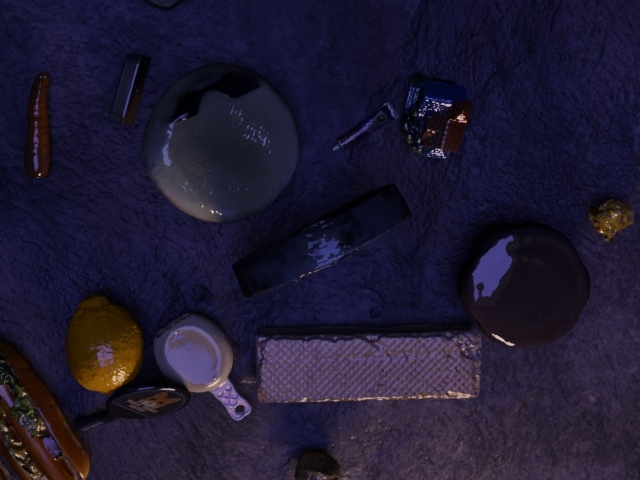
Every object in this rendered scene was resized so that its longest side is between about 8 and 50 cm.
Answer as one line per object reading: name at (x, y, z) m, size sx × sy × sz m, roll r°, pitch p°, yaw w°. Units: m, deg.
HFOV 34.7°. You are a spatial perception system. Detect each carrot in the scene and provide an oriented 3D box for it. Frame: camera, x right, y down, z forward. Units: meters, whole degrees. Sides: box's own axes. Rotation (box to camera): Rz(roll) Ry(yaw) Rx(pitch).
carrot at (-0.502, -0.206, 1.827) m, size 0.047 × 0.047 × 0.191 m, roll 3°, pitch 95°, yaw -5°

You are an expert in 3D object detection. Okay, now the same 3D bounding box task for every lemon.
lemon at (-0.390, 0.186, 1.852) m, size 0.142 × 0.142 × 0.187 m, roll -12°, pitch 87°, yaw -2°

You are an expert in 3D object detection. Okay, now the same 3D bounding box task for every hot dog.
hot dog at (-0.551, 0.325, 1.883) m, size 0.135 × 0.100 × 0.337 m, roll -28°, pitch 101°, yaw 2°

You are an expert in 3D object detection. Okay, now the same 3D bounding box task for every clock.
clock at (0.000, 0.000, 1.756) m, size 0.325 × 0.325 × 0.067 m, roll -27°, pitch 94°, yaw 1°

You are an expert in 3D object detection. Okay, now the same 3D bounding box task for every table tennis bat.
table tennis bat at (-0.351, 0.308, 1.895) m, size 0.236 × 0.150 × 0.027 m, roll -21°, pitch 60°, yaw 17°

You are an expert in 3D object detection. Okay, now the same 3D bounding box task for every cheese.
cheese at (-0.211, 0.242, 1.913) m, size 0.137 × 0.064 × 0.227 m, roll -37°, pitch 101°, yaw 4°

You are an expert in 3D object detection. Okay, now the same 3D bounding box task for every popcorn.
popcorn at (0.537, -0.048, 1.919) m, size 0.084 × 0.084 × 0.084 m, roll -1°, pitch 100°, yaw -4°

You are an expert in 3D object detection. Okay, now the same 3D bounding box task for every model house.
model house at (0.211, -0.220, 1.820) m, size 0.119 × 0.148 × 0.148 m, roll 13°, pitch 96°, yaw -5°

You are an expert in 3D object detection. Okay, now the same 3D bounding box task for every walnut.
walnut at (-0.005, 0.445, 1.953) m, size 0.092 × 0.092 × 0.092 m, roll -1°, pitch 100°, yaw -4°

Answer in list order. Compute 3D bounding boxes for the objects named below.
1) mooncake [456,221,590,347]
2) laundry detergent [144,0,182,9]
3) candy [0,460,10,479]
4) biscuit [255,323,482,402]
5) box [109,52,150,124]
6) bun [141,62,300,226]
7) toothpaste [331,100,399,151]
mooncake at (0.370, 0.078, 1.889) m, size 0.245 × 0.133 × 0.245 m, roll -1°, pitch 99°, yaw -4°
laundry detergent at (-0.294, -0.535, 1.758) m, size 0.181 × 0.091 × 0.253 m, roll -39°, pitch 100°, yaw 2°
candy at (-0.704, 0.375, 1.846) m, size 0.179 × 0.135 × 0.320 m, roll -21°, pitch 109°, yaw -2°
biscuit at (0.090, 0.227, 1.923) m, size 0.426 × 0.078 × 0.144 m, roll 0°, pitch 99°, yaw -5°
box at (-0.335, -0.267, 1.803) m, size 0.031 × 0.091 × 0.126 m, roll 17°, pitch 99°, yaw 0°
bun at (-0.183, -0.169, 1.794) m, size 0.283 × 0.179 × 0.283 m, roll -4°, pitch 98°, yaw -27°
toothpaste at (0.079, -0.204, 1.878) m, size 0.140 × 0.021 × 0.037 m, roll -34°, pitch 102°, yaw 0°
